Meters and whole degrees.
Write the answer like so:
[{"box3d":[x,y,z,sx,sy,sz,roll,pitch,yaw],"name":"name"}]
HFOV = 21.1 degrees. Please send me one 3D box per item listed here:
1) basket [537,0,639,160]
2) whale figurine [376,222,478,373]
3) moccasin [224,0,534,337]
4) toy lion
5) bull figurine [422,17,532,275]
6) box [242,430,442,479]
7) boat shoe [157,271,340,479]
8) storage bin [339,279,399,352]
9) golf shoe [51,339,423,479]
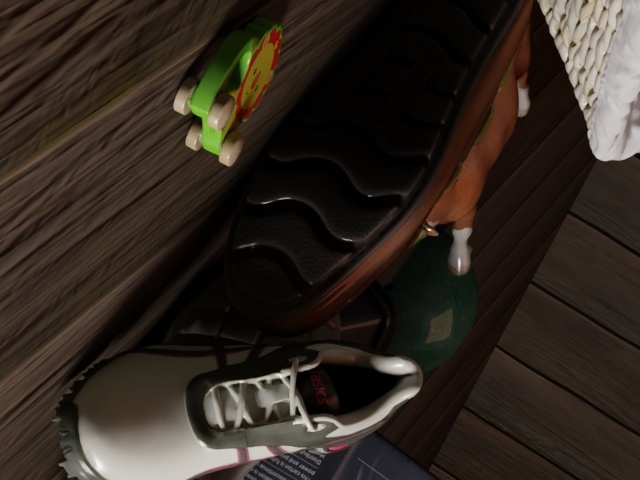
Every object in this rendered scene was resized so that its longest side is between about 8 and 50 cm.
[{"box3d":[0.351,-0.282,1.412,0.328,0.266,0.331,-17,158,-10],"name":"basket"},{"box3d":[0.101,0.078,1.890,0.216,0.141,0.272,-57,169,-5],"name":"whale figurine"},{"box3d":[0.048,-0.072,1.348,0.147,0.139,0.380,88,25,-55],"name":"moccasin"},{"box3d":[-0.052,-0.102,1.085,0.096,0.034,0.100,-62,169,-14],"name":"toy lion"},{"box3d":[0.113,-0.085,1.527,0.310,0.101,0.188,-62,163,-23],"name":"bull figurine"},{"box3d":[-0.039,0.305,1.524,0.312,0.179,0.343,-58,147,-7],"name":"box"},{"box3d":[-0.112,0.147,1.321,0.130,0.132,0.355,-31,-163,51],"name":"boat shoe"},{"box3d":[-0.001,0.094,1.677,0.091,0.098,0.135,-10,139,-36],"name":"storage bin"},{"box3d":[-0.056,0.110,1.210,0.273,0.105,0.120,-8,170,-38],"name":"golf shoe"}]
